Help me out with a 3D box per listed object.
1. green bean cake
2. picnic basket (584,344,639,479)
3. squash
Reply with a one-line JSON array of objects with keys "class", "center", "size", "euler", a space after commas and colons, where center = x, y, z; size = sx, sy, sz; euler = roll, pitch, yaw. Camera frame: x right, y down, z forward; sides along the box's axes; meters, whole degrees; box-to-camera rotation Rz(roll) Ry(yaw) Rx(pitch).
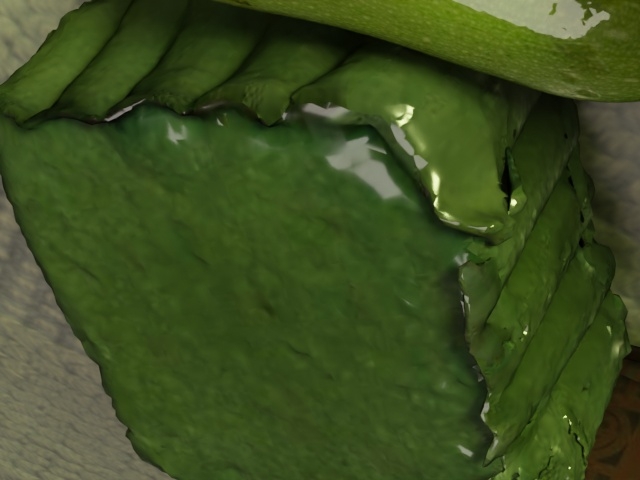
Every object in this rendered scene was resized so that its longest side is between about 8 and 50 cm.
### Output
[{"class": "green bean cake", "center": [0.000, 0.000, 0.614], "size": [0.223, 0.125, 0.227], "euler": [5, 138, 32]}, {"class": "picnic basket", "center": [0.116, 0.157, 0.783], "size": [0.223, 0.129, 0.297], "euler": [9, 146, 29]}, {"class": "squash", "center": [0.045, -0.097, 0.476], "size": [0.188, 0.095, 0.095], "euler": [16, 150, 8]}]
